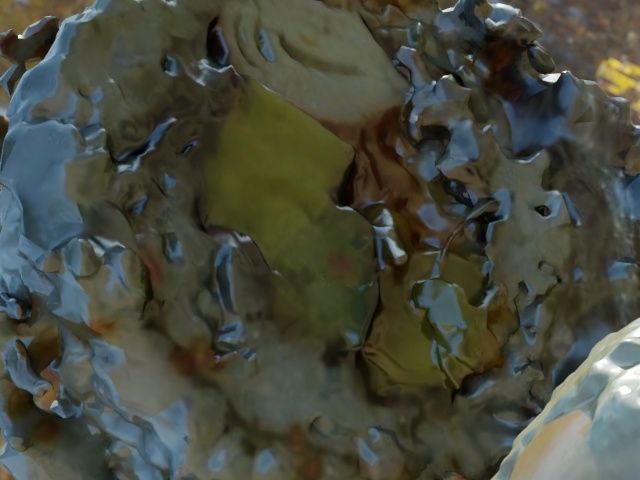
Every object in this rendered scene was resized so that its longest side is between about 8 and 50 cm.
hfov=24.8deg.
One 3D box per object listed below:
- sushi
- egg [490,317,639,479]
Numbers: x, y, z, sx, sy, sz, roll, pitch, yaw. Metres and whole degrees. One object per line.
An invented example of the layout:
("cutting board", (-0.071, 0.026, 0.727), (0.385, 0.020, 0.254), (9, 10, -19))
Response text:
("sushi", (-0.004, 0.001, 0.802), (0.417, 0.417, 0.176), (-56, 11, -33))
("egg", (0.153, 0.121, 0.398), (0.203, 0.245, 0.203), (-58, 6, 10))
